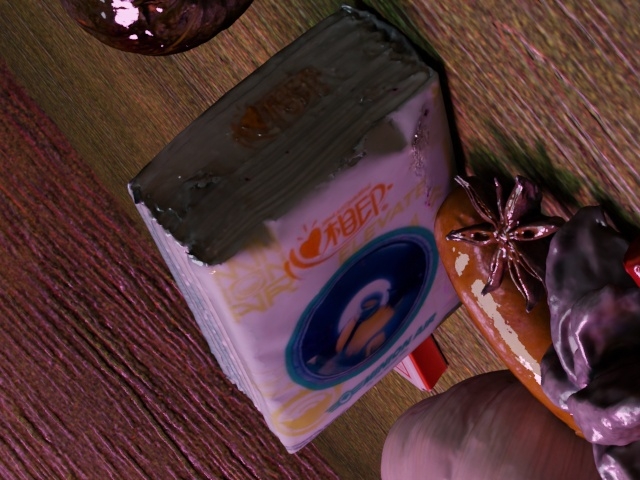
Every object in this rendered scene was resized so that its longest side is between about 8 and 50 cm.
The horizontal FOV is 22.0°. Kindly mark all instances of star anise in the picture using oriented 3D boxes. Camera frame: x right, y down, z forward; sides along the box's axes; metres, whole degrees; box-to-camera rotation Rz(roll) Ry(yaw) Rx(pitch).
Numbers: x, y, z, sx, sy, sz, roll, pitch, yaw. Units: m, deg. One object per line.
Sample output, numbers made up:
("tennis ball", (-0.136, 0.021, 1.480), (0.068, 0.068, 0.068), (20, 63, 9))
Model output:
("star anise", (0.264, 0.147, 1.361), (0.359, 0.139, 0.316), (68, -163, 3))
("star anise", (0.168, -0.003, 1.431), (0.141, 0.042, 0.141), (31, 132, 43))

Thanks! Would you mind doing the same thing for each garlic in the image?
("garlic", (0.220, 0.260, 1.687), (0.322, 0.241, 0.322), (47, 167, 14))

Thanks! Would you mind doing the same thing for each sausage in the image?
("sausage", (0.198, 0.065, 1.529), (0.270, 0.109, 0.109), (53, 167, -2))

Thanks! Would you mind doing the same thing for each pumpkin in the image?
("pumpkin", (-0.123, -0.269, 1.390), (0.159, 0.238, 0.238), (38, 163, 27))

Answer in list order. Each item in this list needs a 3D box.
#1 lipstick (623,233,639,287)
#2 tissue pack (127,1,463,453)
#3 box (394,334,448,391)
("lipstick", (0.330, 0.101, 1.253), (0.280, 0.073, 0.073), (53, 167, -13))
("tissue pack", (0.000, 0.000, 1.593), (0.162, 0.287, 0.388), (41, 164, 30))
("box", (0.074, 0.104, 2.173), (0.229, 0.050, 0.123), (35, 161, 49))
